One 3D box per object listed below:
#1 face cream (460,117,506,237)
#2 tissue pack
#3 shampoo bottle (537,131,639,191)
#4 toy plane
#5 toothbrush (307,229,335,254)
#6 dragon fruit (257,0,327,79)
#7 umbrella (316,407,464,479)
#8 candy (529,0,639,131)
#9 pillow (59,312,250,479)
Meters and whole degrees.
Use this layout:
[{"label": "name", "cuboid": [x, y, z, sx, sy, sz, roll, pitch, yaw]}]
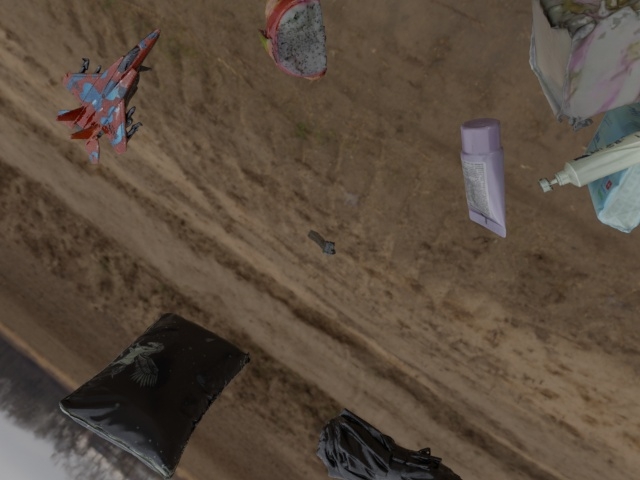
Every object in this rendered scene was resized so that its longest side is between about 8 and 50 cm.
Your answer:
[{"label": "face cream", "cuboid": [0.394, -0.150, 1.381, 0.154, 0.096, 0.273, -138, 33, -59]}, {"label": "tissue pack", "cuboid": [0.606, -0.161, 1.153, 0.089, 0.263, 0.177, 17, 127, 3]}, {"label": "shampoo bottle", "cuboid": [0.350, -0.096, 0.733, 0.141, 0.049, 0.034, -24, 123, 14]}, {"label": "toy plane", "cuboid": [-0.250, -0.187, 0.706, 0.130, 0.189, 0.061, 51, -165, 8]}, {"label": "toothbrush", "cuboid": [0.000, 0.000, 1.415, 0.030, 0.030, 0.297, 3, -173, -9]}, {"label": "dragon fruit", "cuboid": [-0.029, -0.197, 0.549, 0.083, 0.060, 0.056, 81, 164, -47]}, {"label": "umbrella", "cuboid": [0.158, 0.406, 1.009, 0.340, 0.118, 0.118, 20, 151, 4]}, {"label": "candy", "cuboid": [0.402, -0.294, 0.858, 0.137, 0.184, 0.195, -12, 140, 9]}, {"label": "pillow", "cuboid": [-0.183, 0.166, 0.679, 0.141, 0.208, 0.055, 32, 121, 2]}]
